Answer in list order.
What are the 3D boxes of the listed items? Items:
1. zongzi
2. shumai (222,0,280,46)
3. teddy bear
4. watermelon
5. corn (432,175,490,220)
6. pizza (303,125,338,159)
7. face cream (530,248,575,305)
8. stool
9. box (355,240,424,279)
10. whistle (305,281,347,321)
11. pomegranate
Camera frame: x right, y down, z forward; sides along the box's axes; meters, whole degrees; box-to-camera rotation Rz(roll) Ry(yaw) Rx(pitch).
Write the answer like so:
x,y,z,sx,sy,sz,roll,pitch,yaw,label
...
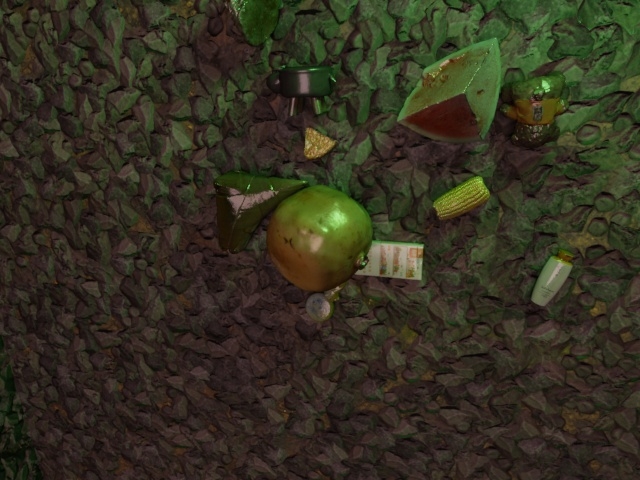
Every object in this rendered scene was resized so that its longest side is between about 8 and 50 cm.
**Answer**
x,y,z,sx,sy,sz,roll,pitch,yaw,label
-0.195,-0.082,1.521,0.300,0.145,0.274,6,113,6,zongzi
-0.222,-0.670,1.341,0.142,0.184,0.184,31,114,29,shumai
0.580,-0.345,1.242,0.177,0.140,0.190,-6,114,13,teddy bear
0.360,-0.391,1.266,0.260,0.176,0.256,-4,99,38,watermelon
0.421,-0.124,1.386,0.165,0.063,0.085,-27,109,22,corn
-0.011,-0.316,1.454,0.123,0.026,0.109,-25,97,23,pizza
0.703,0.113,1.397,0.072,0.051,0.182,24,111,10,face cream
-0.053,-0.450,1.370,0.228,0.153,0.139,26,125,52,stool
0.224,0.062,1.514,0.220,0.032,0.122,4,108,14,box
0.028,0.197,1.601,0.104,0.057,0.198,42,105,15,whistle
0.000,0.000,1.401,0.332,0.332,0.332,4,108,13,pomegranate
